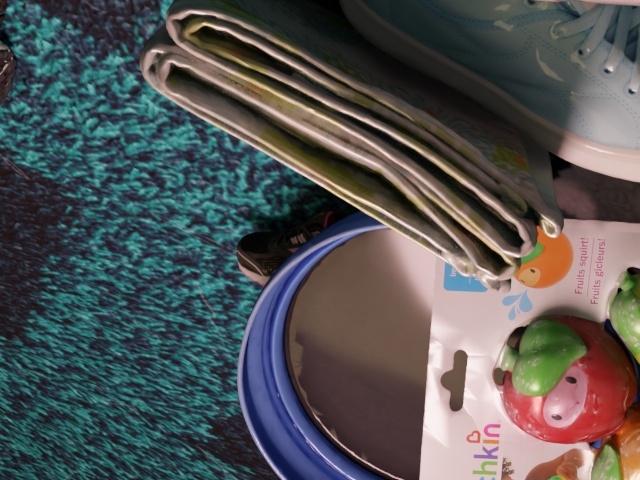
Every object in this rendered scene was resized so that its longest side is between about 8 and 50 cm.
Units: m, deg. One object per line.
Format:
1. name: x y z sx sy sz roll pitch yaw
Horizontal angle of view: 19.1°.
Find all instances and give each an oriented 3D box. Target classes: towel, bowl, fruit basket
1. towel: 0.029 -0.107 1.466 0.320 0.090 0.374 31 -167 -5
2. bowl: 0.117 0.133 1.822 0.391 0.077 0.391 7 121 11
3. fruit basket: 0.268 0.140 1.642 0.353 0.165 0.327 2 111 -5

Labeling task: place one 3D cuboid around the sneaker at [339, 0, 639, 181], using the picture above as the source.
1. sneaker: 0.184 -0.160 1.417 0.366 0.135 0.150 22 153 4

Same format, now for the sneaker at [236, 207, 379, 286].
1. sneaker: 0.000 0.000 1.866 0.178 0.072 0.077 1 130 21

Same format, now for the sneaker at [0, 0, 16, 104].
1. sneaker: -0.367 -0.194 1.813 0.122 0.110 0.283 39 148 12

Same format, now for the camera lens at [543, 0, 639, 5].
1. camera lens: 0.207 -0.255 1.177 0.274 0.219 0.219 8 145 26
